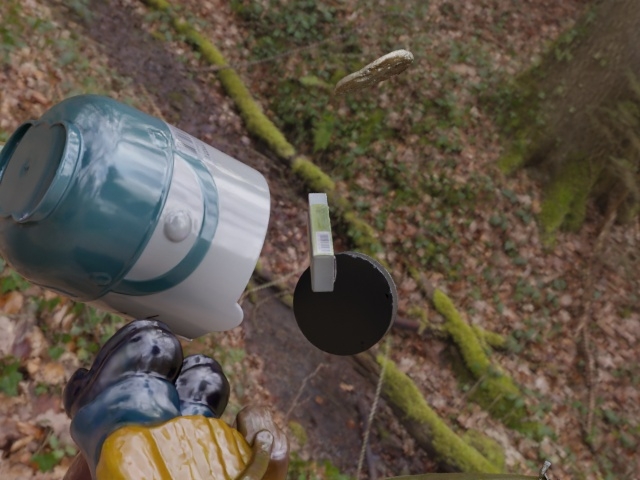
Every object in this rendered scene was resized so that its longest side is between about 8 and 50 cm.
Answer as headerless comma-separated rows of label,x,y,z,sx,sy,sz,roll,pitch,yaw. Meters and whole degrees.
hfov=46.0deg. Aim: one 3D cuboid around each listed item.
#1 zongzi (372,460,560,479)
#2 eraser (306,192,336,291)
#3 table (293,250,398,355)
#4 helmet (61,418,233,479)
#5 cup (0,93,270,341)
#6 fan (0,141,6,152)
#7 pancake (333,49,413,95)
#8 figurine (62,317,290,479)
zongzi,0.085,0.447,1.096,0.447,0.418,0.182,-3,66,-46
eraser,0.000,0.000,0.599,0.019,0.038,0.083,-3,38,-3
table,0.033,0.081,0.982,0.133,0.133,0.043,37,9,9
helmet,-0.258,0.383,1.076,0.230,0.385,0.338,34,-21,21
cup,-0.226,-0.031,0.851,0.257,0.219,0.289,27,-9,-38
fan,-0.347,-0.099,1.064,0.152,0.008,0.226,38,25,31
pancake,0.078,-0.251,1.138,0.139,0.139,0.022,-28,95,-63
figurine,-0.055,0.211,0.417,0.332,0.204,0.185,33,-9,38
